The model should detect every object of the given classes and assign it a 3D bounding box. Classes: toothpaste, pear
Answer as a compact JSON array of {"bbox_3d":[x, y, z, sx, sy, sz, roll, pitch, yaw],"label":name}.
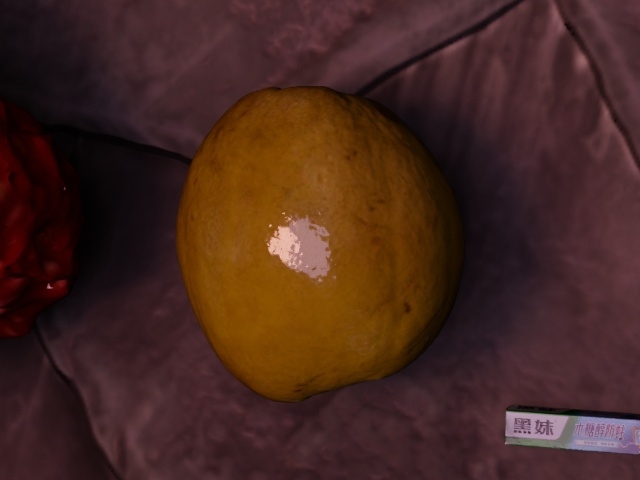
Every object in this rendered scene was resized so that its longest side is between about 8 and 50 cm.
[{"bbox_3d":[0.140,0.102,1.039,0.083,0.017,0.020,3,96,14],"label":"toothpaste"},{"bbox_3d":[0.000,0.000,1.001,0.149,0.149,0.162,-6,89,15],"label":"pear"}]

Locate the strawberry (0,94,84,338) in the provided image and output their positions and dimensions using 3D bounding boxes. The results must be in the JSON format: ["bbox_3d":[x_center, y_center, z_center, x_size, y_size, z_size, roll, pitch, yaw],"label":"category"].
[{"bbox_3d":[-0.289,-0.041,0.999,0.317,0.345,0.295,-54,43,38],"label":"strawberry"}]
